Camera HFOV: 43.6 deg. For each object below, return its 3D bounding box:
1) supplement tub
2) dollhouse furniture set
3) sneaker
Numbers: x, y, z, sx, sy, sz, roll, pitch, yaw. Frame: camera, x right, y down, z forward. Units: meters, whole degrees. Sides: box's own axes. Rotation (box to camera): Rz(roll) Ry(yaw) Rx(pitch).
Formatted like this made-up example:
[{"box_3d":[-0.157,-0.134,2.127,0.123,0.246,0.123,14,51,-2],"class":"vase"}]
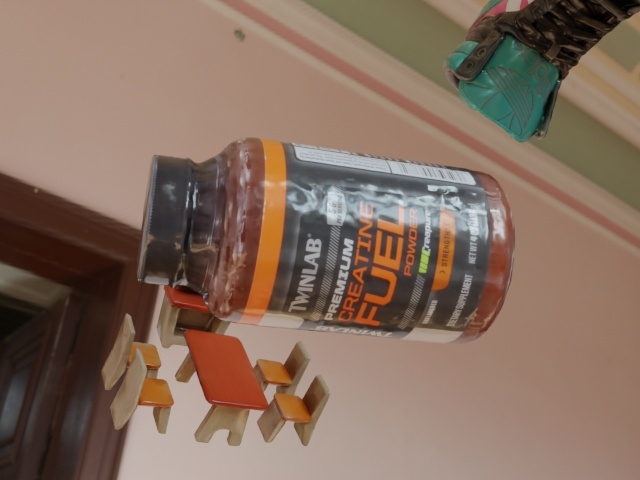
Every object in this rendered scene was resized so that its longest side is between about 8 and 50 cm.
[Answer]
[{"box_3d":[0.000,0.000,0.451,0.198,0.106,0.106,6,-30,-14],"class":"supplement tub"},{"box_3d":[-0.140,0.137,1.053,0.262,0.259,0.135,13,-68,-29],"class":"dollhouse furniture set"},{"box_3d":[0.208,-0.182,0.725,0.124,0.178,0.295,32,-12,-13],"class":"sneaker"}]
